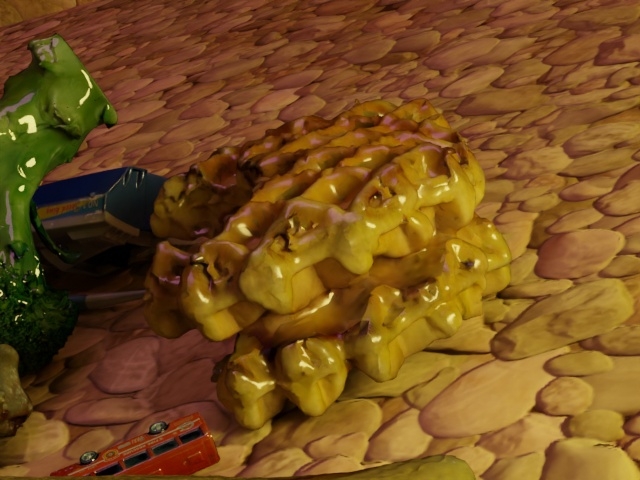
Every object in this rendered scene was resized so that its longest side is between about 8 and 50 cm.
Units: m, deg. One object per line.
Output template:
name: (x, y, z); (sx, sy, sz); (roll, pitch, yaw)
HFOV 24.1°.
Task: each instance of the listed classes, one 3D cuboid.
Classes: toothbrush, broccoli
toothbrush: (-0.227, 0.059, 1.370); (0.276, 0.019, 0.025); (-6, 31, 33)
broccoli: (-0.290, -0.026, 1.257); (0.297, 0.297, 0.297); (-39, 21, -3)

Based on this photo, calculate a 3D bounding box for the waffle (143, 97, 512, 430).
waffle: (0.000, 0.000, 1.130); (0.261, 0.151, 0.324); (-22, 20, 3)

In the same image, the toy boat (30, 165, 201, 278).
toy boat: (-0.257, -0.005, 1.462); (0.295, 0.088, 0.129); (-9, -15, 39)

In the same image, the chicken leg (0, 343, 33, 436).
chicken leg: (-0.409, 0.159, 1.093); (0.361, 0.140, 0.211); (-20, 11, 8)

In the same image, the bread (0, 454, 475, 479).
bread: (-0.082, 0.227, 0.731); (0.362, 0.244, 0.233); (4, -1, -40)

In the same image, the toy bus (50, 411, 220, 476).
toy bus: (-0.123, 0.152, 1.002); (0.110, 0.031, 0.043); (-23, 26, -12)
